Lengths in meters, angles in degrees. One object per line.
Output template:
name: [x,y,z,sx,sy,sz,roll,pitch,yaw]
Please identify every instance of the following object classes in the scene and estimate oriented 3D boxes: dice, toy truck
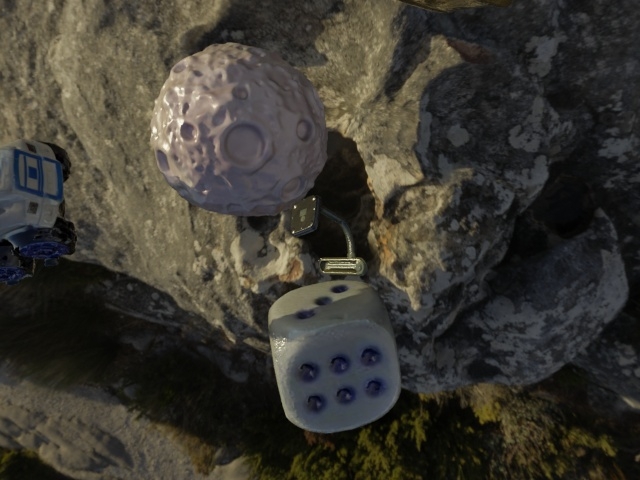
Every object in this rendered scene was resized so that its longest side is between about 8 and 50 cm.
dice: [0.020,0.187,0.696,0.193,0.192,0.194,-9,107,-4]
toy truck: [-0.437,-0.045,0.522,0.213,0.177,0.161,-24,70,20]

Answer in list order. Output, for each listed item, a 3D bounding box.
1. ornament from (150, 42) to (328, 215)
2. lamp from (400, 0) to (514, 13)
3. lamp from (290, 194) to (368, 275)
ornament: [-0.113,-0.162,0.602,0.259,0.259,0.225,12,107,1]
lamp: [0.088,-0.257,0.290,0.185,0.161,0.161,-3,113,-35]
lamp: [0.003,-0.004,1.277,0.203,0.124,0.283,-16,133,41]
